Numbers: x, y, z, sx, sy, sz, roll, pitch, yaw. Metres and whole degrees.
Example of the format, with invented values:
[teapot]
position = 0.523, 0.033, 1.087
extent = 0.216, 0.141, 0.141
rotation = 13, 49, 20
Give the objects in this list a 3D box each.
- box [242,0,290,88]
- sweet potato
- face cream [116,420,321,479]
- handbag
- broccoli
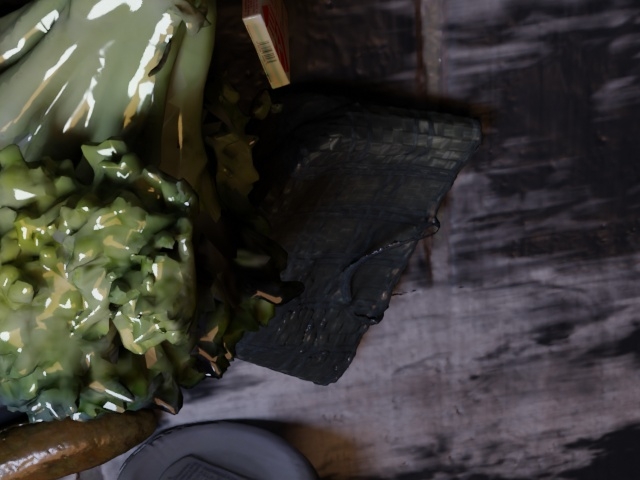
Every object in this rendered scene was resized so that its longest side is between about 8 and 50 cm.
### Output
[box]
position = -0.036, -0.151, 1.038
extent = 0.015, 0.093, 0.058
rotation = -17, 128, 10
[sweet potato]
position = -0.267, 0.188, 1.265
extent = 0.273, 0.075, 0.075
rotation = -22, 127, 0
[face cream]
position = -0.084, 0.261, 1.283
extent = 0.177, 0.177, 0.153
rotation = -4, 125, -9
[handbag]
position = 0.000, 0.000, 1.174
extent = 0.175, 0.088, 0.270
rotation = 13, 123, -29
[broccoli]
position = -0.155, -0.066, 0.985
extent = 0.348, 0.293, 0.281
rotation = 43, 120, 8
